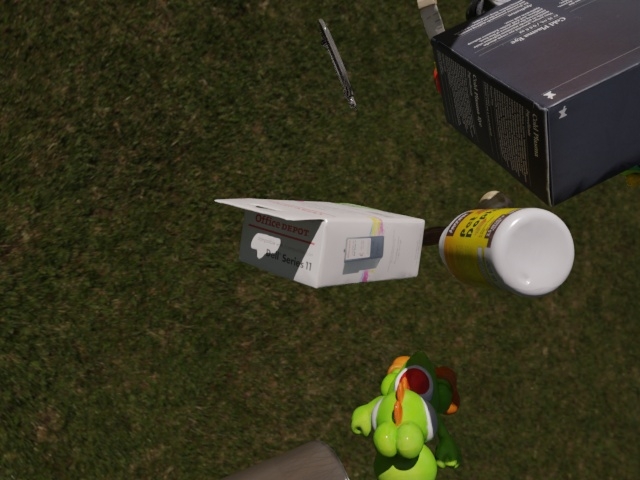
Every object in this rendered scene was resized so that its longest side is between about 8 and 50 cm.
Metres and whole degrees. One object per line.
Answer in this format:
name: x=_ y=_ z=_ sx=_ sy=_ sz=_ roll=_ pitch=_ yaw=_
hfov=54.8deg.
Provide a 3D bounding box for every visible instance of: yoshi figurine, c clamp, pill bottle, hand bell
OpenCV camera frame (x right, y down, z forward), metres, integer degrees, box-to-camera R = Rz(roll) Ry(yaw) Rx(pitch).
yoshi figurine: x=0.169 y=0.361 z=1.181 sx=0.203 sy=0.203 sz=0.362 roll=52 pitch=18 yaw=6
c clamp: x=0.029 y=-0.311 z=1.102 sx=0.022 sy=0.137 sz=0.161 roll=-22 pitch=93 yaw=6
pill bottle: x=0.250 y=0.013 z=0.881 sx=0.117 sy=0.215 sz=0.117 roll=0 pitch=92 yaw=-13
hand bell: x=0.304 y=-0.023 z=1.359 sx=0.242 sy=0.126 sz=0.126 roll=-16 pitch=95 yaw=-27

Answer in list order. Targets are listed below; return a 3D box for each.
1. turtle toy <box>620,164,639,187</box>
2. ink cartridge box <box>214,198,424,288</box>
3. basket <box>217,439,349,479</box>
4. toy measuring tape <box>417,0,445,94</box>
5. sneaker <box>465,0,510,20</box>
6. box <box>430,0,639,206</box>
turtle toy: x=0.554 y=-0.143 z=1.094 sx=0.130 sy=0.066 sz=0.095 roll=26 pitch=33 yaw=1
ink cartridge box: x=0.000 y=0.000 z=1.102 sx=0.353 sy=0.207 sz=0.119 roll=-1 pitch=102 yaw=-46
basket: x=-0.094 y=0.315 z=0.601 sx=0.226 sy=0.154 sz=0.204 roll=-2 pitch=105 yaw=-32
toy measuring tape: x=0.293 y=-0.420 z=1.381 sx=0.121 sy=0.121 sz=0.330 roll=-59 pitch=135 yaw=-25
sneaker: x=0.424 y=-0.523 z=1.546 sx=0.101 sy=0.153 sz=0.269 roll=9 pitch=98 yaw=-10
box: x=0.406 y=-0.262 z=0.970 sx=0.343 sy=0.312 sz=0.179 roll=-26 pitch=129 yaw=-4
